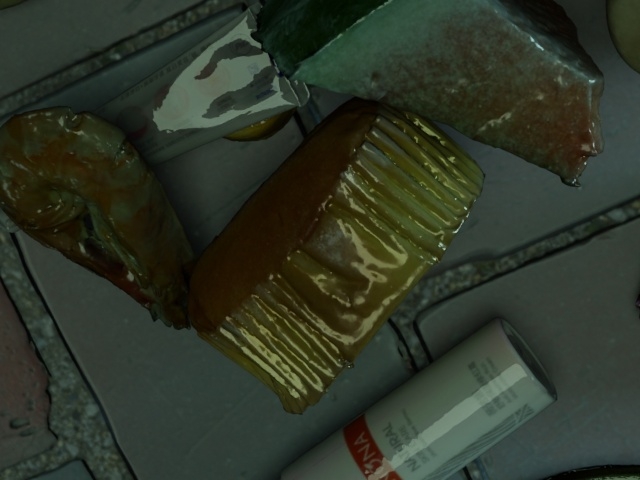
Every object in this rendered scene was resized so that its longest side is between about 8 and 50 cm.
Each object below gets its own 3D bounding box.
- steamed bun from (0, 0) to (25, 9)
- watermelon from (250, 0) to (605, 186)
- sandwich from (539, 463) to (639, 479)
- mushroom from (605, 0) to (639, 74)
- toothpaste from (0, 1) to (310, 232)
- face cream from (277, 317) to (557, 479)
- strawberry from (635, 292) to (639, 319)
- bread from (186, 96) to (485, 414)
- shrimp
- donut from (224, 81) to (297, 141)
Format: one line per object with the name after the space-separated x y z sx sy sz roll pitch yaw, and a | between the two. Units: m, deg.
-0.296 -0.318 1.449 0.231 0.110 0.212 -24 99 8 | steamed bun
0.109 -0.204 1.379 0.302 0.264 0.151 19 118 -9 | watermelon
0.289 0.289 1.548 0.235 0.079 0.159 17 104 1 | sandwich
0.317 -0.235 1.361 0.234 0.254 0.260 13 133 45 | mushroom
-0.167 -0.101 1.489 0.323 0.066 0.100 -26 97 19 | toothpaste
0.059 0.209 1.541 0.345 0.102 0.102 -38 97 11 | face cream
0.392 0.042 1.435 0.233 0.178 0.234 1 97 8 | strawberry
0.000 0.000 1.445 0.156 0.204 0.288 38 108 -8 | bread
-0.197 -0.010 1.488 0.154 0.062 0.294 -17 127 22 | shrimp
-0.073 -0.136 1.504 0.108 0.043 0.097 -10 101 12 | donut
